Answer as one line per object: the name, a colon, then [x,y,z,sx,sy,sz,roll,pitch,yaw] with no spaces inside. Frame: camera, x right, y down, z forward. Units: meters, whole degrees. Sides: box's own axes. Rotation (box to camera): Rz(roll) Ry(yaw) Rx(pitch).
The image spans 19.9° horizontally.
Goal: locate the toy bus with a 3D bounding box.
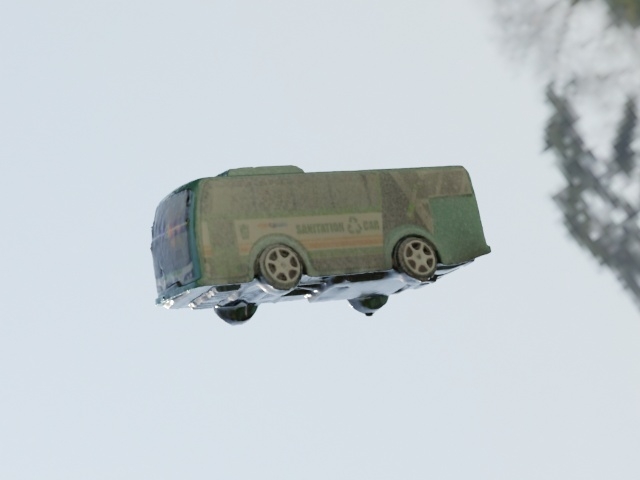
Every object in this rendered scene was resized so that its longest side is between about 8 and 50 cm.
toy bus: [0.000,0.000,1.360,0.262,0.091,0.109,-3,-103,-33]
